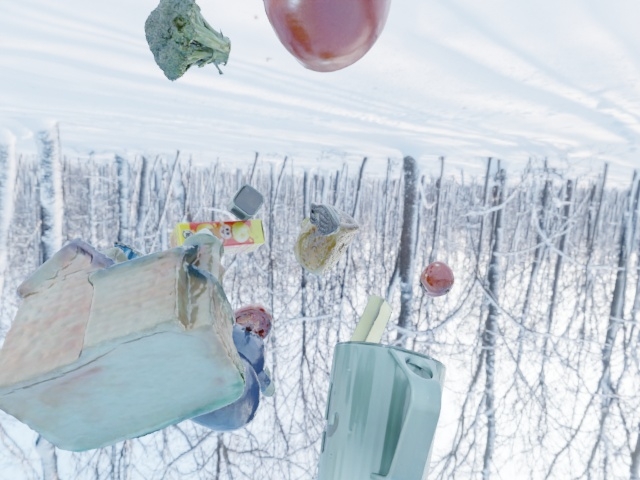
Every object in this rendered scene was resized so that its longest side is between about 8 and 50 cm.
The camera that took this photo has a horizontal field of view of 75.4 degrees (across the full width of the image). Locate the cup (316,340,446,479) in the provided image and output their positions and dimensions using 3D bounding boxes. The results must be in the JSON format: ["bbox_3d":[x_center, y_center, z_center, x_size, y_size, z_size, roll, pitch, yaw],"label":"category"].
[{"bbox_3d":[0.143,0.455,1.045,0.309,0.393,0.401,5,154,19],"label":"cup"}]

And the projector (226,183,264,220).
[{"bbox_3d":[-0.229,-0.115,1.266,0.083,0.083,0.082,38,159,-15],"label":"projector"}]

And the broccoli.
[{"bbox_3d":[-0.451,-0.677,1.414,0.283,0.304,0.321,9,-146,-24],"label":"broccoli"}]

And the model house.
[{"bbox_3d":[-0.291,0.120,0.666,0.311,0.245,0.280,-18,-138,-3],"label":"model house"}]

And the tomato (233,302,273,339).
[{"bbox_3d":[-0.245,0.287,1.511,0.174,0.166,0.082,-33,-151,26],"label":"tomato"}]

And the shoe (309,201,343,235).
[{"bbox_3d":[0.027,-0.059,1.060,0.077,0.074,0.194,1,-167,-16],"label":"shoe"}]

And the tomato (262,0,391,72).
[{"bbox_3d":[0.010,-0.456,0.733,0.226,0.299,0.298,-25,180,16],"label":"tomato"}]

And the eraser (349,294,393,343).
[{"bbox_3d":[0.164,0.271,1.325,0.058,0.172,0.117,17,162,33],"label":"eraser"}]

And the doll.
[{"bbox_3d":[-0.196,0.282,0.859,0.228,0.154,0.258,31,-157,-4],"label":"doll"}]

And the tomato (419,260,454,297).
[{"bbox_3d":[0.463,0.163,1.616,0.138,0.159,0.091,-27,-145,-10],"label":"tomato"}]

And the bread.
[{"bbox_3d":[0.000,0.000,1.501,0.176,0.247,0.195,38,-159,19],"label":"bread"}]

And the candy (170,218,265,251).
[{"bbox_3d":[-0.332,-0.005,1.339,0.275,0.088,0.146,-5,167,-28],"label":"candy"}]

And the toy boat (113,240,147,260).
[{"bbox_3d":[-0.461,0.052,0.990,0.185,0.075,0.077,21,174,41],"label":"toy boat"}]
